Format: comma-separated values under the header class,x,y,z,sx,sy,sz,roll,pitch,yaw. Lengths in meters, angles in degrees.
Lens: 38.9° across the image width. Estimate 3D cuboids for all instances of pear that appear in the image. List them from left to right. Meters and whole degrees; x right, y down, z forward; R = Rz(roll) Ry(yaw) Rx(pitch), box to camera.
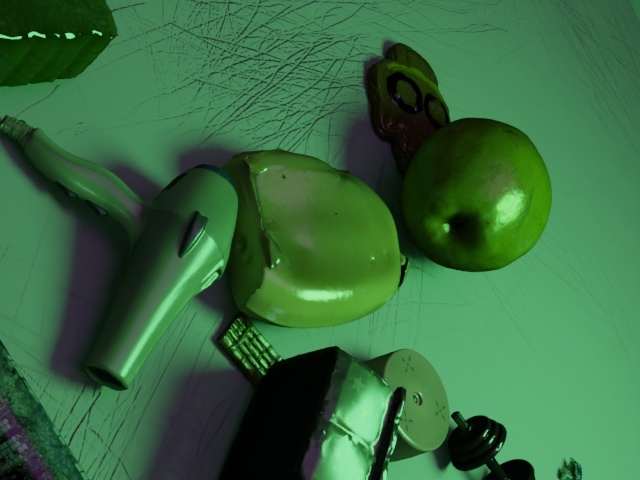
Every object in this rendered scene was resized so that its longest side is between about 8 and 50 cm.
class,x,y,z,sx,sy,sz,roll,pitch,yaw
pear,0.257,-0.082,1.501,0.253,0.253,0.307,51,30,-15

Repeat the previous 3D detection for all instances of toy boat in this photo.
class,x,y,z,sx,sy,sz,roll,pitch,yaw
toy boat,-0.083,0.153,1.184,0.115,0.016,0.063,51,42,-15
toy boat,0.438,0.416,1.591,0.038,0.038,0.083,46,43,-19

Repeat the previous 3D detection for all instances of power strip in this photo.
class,x,y,z,sx,sy,sz,roll,pitch,yaw
power strip,0.114,0.237,1.302,0.154,0.078,0.154,28,49,-37

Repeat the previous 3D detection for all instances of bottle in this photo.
class,x,y,z,sx,sy,sz,roll,pitch,yaw
bottle,-0.316,0.168,0.865,0.093,0.093,0.330,-37,98,-50

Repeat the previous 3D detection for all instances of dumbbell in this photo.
class,x,y,z,sx,sy,sz,roll,pitch,yaw
dumbbell,0.263,0.343,1.391,0.208,0.099,0.099,53,41,-13

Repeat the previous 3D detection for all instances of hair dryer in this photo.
class,x,y,z,sx,sy,sz,roll,pitch,yaw
hair dryer,-0.244,0.021,1.043,0.298,0.119,0.296,15,62,-24

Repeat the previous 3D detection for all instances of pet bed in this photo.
class,x,y,z,sx,sy,sz,roll,pitch,yaw
pet bed,0.005,0.255,1.086,0.159,0.183,0.211,40,50,-22

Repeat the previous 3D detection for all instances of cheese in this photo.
class,x,y,z,sx,sy,sz,roll,pitch,yaw
cheese,0.000,0.000,1.278,0.315,0.128,0.260,3,70,-39

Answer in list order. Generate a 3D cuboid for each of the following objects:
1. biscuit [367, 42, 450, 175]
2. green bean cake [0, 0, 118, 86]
class,x,y,z,sx,sy,sz,roll,pitch,yaw
biscuit,0.167,-0.238,1.647,0.208,0.041,0.290,26,52,-35
green bean cake,-0.377,-0.287,1.027,0.248,0.125,0.222,-23,85,-53
